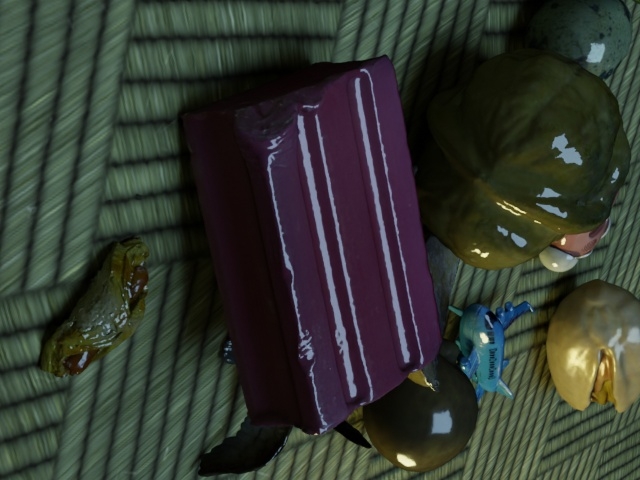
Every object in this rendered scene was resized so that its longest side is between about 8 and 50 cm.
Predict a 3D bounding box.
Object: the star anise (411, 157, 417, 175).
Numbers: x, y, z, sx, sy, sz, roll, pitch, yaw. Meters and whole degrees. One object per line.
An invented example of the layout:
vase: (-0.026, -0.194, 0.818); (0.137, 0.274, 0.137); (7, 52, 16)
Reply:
star anise: (0.052, -0.046, 1.627); (0.209, 0.089, 0.231); (5, 96, -48)

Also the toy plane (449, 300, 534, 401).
toy plane: (0.247, 0.168, 2.047); (0.254, 0.105, 0.271); (-51, 145, -21)

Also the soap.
soap: (0.000, 0.000, 1.445); (0.233, 0.128, 0.359); (-28, 114, -43)

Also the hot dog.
hot dog: (-0.214, 0.075, 1.350); (0.169, 0.061, 0.078); (-57, 149, -11)

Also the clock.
clock: (0.430, -0.036, 2.185); (0.166, 0.093, 0.162); (-39, 144, -35)

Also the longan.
longan: (0.146, 0.227, 1.894); (0.204, 0.159, 0.185); (-62, 144, -28)

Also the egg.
egg: (0.364, -0.284, 1.864); (0.182, 0.141, 0.141); (-40, 141, -31)

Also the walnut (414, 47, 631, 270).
walnut: (0.259, -0.109, 1.717); (0.277, 0.282, 0.253); (-27, 90, -58)

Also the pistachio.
pistachio: (0.494, 0.191, 2.369); (0.187, 0.187, 0.299); (-46, 150, -27)

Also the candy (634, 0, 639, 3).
candy: (0.397, -0.370, 1.797); (0.097, 0.194, 0.062); (0, 119, -56)

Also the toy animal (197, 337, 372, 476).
toy animal: (-0.032, 0.195, 1.595); (0.272, 0.197, 0.160); (-52, 143, -11)

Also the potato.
potato: (0.115, 0.069, 1.783); (0.120, 0.100, 0.261); (50, 44, -38)
